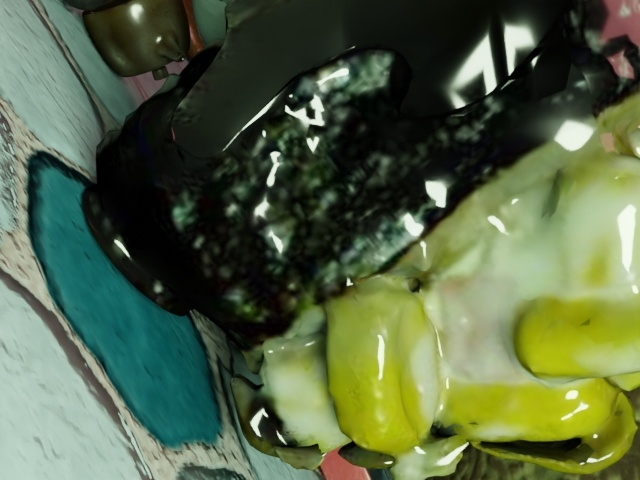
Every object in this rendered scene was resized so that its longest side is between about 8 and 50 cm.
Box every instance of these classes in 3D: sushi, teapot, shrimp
[{"bbox_3d":[0.083,-0.026,0.496,0.285,0.328,0.328,54,4,-2],"label":"sushi"},{"bbox_3d":[-0.141,-0.158,0.643,0.121,0.076,0.068,18,-45,51],"label":"teapot"},{"bbox_3d":[-0.187,-0.306,1.235,0.166,0.049,0.161,61,7,-16],"label":"shrimp"}]

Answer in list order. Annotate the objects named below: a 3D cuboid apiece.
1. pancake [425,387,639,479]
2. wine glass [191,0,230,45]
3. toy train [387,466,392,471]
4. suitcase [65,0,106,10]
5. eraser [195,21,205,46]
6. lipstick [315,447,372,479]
[{"bbox_3d":[0.118,0.179,0.521,0.031,0.250,0.250,27,17,-20],"label":"pancake"},{"bbox_3d":[0.000,-0.213,0.683,0.096,0.264,0.309,42,-13,2],"label":"wine glass"},{"bbox_3d":[0.139,0.182,0.845,0.120,0.194,0.298,64,5,19],"label":"toy train"},{"bbox_3d":[-0.157,-0.315,0.523,0.285,0.206,0.066,57,9,-36],"label":"suitcase"},{"bbox_3d":[-0.181,-0.372,1.498,0.174,0.081,0.227,65,4,22],"label":"eraser"},{"bbox_3d":[-0.028,0.064,0.606,0.312,0.051,0.051,63,5,21],"label":"lipstick"}]
